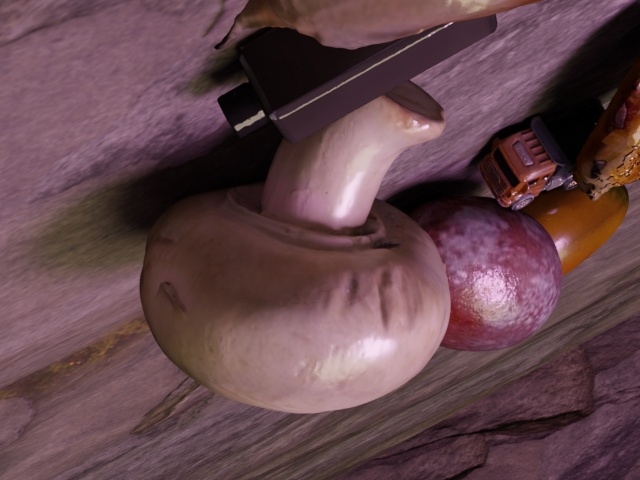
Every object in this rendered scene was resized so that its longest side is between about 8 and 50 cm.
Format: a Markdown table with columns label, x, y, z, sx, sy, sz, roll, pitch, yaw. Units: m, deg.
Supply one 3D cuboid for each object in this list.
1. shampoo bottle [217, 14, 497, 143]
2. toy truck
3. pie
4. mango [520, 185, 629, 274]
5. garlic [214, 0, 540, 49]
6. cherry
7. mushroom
| label | x | y | z | sx | sy | sz | roll | pitch | yaw |
| --- | --- | --- | --- | --- | --- | --- | --- | --- | --- |
| shampoo bottle | 0.027 | -0.164 | 1.027 | 0.246 | 0.080 | 0.079 | -29 | 161 | 4 |
| toy truck | 0.304 | -0.114 | 1.537 | 0.192 | 0.083 | 0.092 | -20 | 160 | -24 |
| pie | 0.426 | -0.177 | 1.427 | 0.308 | 0.085 | 0.308 | -32 | 148 | -23 |
| mango | 0.374 | -0.020 | 1.822 | 0.221 | 0.120 | 0.151 | -27 | 161 | -27 |
| garlic | 0.082 | -0.216 | 0.893 | 0.338 | 0.151 | 0.196 | -29 | -176 | -4 |
| cherry | 0.199 | 0.045 | 1.587 | 0.236 | 0.212 | 0.285 | -20 | 163 | 18 |
| mushroom | 0.005 | 0.030 | 1.192 | 0.356 | 0.315 | 0.315 | -29 | 161 | 4 |
